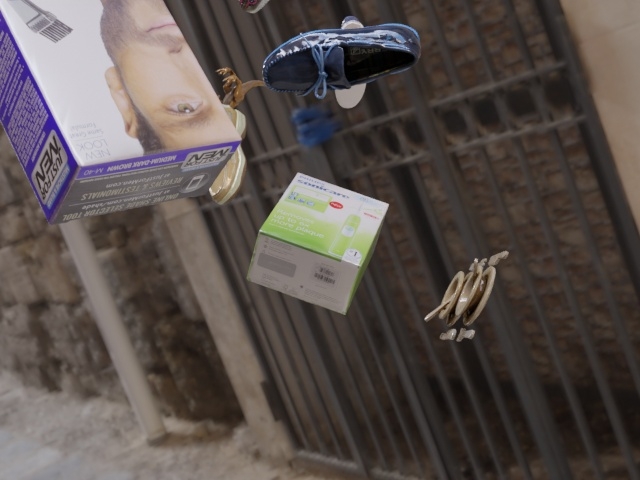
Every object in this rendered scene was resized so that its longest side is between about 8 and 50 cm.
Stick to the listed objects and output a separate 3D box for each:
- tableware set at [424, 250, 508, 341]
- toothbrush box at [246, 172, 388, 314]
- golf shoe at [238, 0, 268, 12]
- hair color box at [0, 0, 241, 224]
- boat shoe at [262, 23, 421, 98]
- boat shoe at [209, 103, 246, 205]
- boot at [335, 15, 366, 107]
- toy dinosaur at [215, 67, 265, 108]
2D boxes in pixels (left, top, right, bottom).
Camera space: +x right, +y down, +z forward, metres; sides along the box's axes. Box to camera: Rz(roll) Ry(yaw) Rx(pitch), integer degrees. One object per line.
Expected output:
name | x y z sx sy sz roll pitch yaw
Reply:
tableware set | 0.195 0.075 1.467 0.194 0.039 0.128 135 159 -81
toothbrush box | 0.000 0.000 2.092 0.206 0.122 0.283 20 29 6
golf shoe | -0.063 -0.452 1.756 0.186 0.067 0.086 -54 -36 5
hair color box | -0.243 -0.193 1.063 0.185 0.339 0.110 -15 -22 -39
boat shoe | 0.030 -0.290 1.669 0.258 0.109 0.089 -17 33 7
boat shoe | -0.159 -0.137 1.606 0.068 0.072 0.190 -34 40 28
boot | 0.067 -0.388 2.279 0.069 0.190 0.086 5 23 -3
toy dinosaur | -0.178 -0.315 2.238 0.064 0.112 0.211 18 51 32
